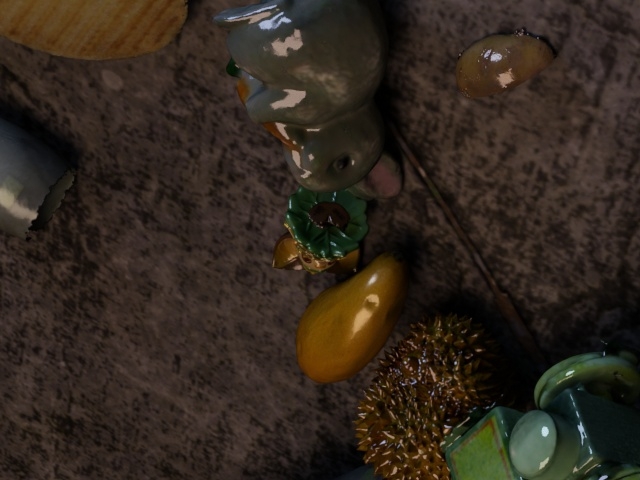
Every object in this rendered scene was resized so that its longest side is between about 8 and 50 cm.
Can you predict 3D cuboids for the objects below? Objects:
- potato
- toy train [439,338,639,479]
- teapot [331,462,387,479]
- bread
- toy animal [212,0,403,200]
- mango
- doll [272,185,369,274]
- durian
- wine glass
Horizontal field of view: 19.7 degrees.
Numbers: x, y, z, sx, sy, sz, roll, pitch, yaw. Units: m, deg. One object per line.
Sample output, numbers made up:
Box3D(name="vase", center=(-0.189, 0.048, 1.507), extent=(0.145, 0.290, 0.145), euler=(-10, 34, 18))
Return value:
Box3D(name="potato", center=(0.132, -0.134, 1.423), extent=(0.093, 0.036, 0.037), euler=(-16, 120, 42))
Box3D(name="toy train", center=(0.242, 0.204, 1.507), extent=(0.272, 0.159, 0.188), euler=(19, 130, -35))
Box3D(name="teapot", center=(0.011, 0.308, 1.752), extent=(0.270, 0.200, 0.337), euler=(13, 150, -38))
Box3D(name="bread", center=(-0.230, -0.238, 1.509), extent=(0.267, 0.040, 0.267), euler=(12, 152, 6))
Box3D(name="toy animal", center=(0.007, -0.106, 1.477), extent=(0.127, 0.125, 0.251), euler=(33, 154, 49))
Box3D(name="mango", center=(0.026, 0.074, 1.626), extent=(0.075, 0.098, 0.190), euler=(27, 148, -11))
Box3D(name="doll", center=(0.001, -0.011, 1.613), extent=(0.078, 0.076, 0.113), euler=(4, 168, -6))
Box3D(name="durian", center=(0.105, 0.153, 1.608), extent=(0.168, 0.158, 0.137), euler=(53, 177, -33))
Box3D(name="wine glass", center=(-0.399, -0.091, 1.651), extent=(0.309, 0.264, 0.096), euler=(34, 112, 3))
